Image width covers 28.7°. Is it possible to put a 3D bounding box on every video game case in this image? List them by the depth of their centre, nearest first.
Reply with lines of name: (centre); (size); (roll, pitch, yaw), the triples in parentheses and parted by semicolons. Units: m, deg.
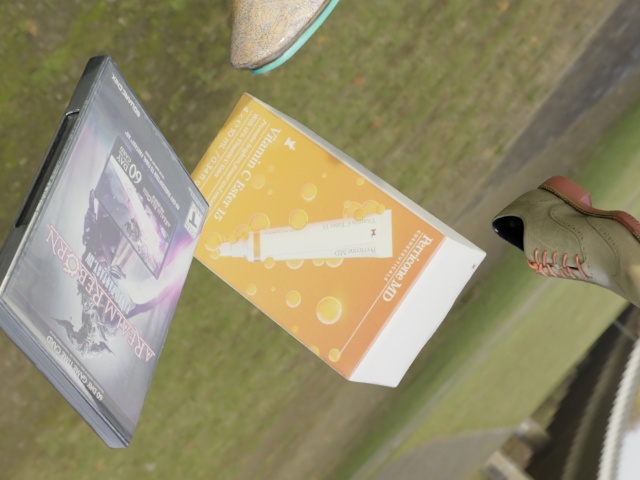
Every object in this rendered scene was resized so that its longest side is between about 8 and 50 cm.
video game case: (-0.177, 0.006, 1.050); (0.274, 0.026, 0.196); (-77, 148, -41)

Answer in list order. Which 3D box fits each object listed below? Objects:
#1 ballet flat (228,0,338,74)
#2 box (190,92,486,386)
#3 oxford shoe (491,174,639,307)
ballet flat: (-0.010, -0.262, 1.020); (0.107, 0.106, 0.316); (-15, -147, 44)
box: (0.000, 0.000, 1.612); (0.215, 0.345, 0.168); (-56, 156, 6)
oxford shoe: (0.344, 0.025, 1.651); (0.130, 0.123, 0.348); (-25, -156, -9)
